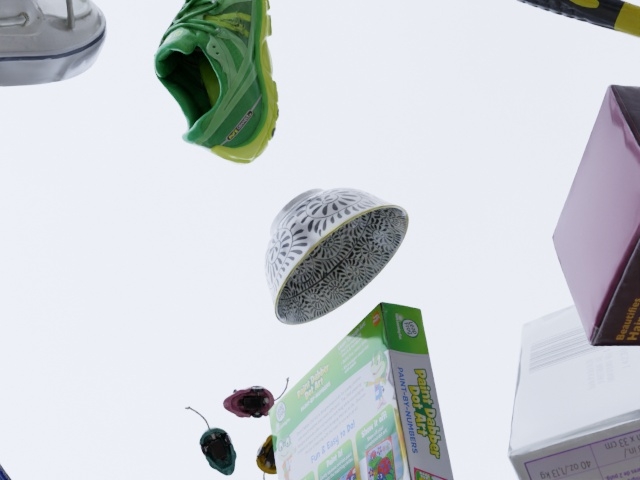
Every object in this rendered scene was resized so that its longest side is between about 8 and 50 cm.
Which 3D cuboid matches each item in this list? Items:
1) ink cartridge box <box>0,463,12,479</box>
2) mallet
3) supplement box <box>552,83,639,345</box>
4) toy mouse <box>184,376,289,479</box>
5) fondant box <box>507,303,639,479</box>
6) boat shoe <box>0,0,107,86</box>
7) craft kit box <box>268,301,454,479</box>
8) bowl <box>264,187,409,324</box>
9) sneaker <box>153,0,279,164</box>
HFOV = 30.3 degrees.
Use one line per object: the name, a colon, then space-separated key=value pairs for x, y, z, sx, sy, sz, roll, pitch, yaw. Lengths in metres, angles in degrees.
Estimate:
ink cartridge box: x=-0.388 y=0.249 z=1.281 sx=0.065 sy=0.332 sz=0.165 roll=-37 pitch=-60 yaw=-22
mallet: x=0.149 y=-0.109 z=0.543 sx=0.062 sy=0.189 sz=0.039 roll=-59 pitch=-22 yaw=3
supplement box: x=0.223 y=-0.009 z=0.578 sx=0.188 sy=0.104 sz=0.081 roll=2 pitch=-137 yaw=-11
toy mouse: x=-0.100 y=0.227 z=1.440 sx=0.143 sy=0.031 sz=0.161 roll=21 pitch=-85 yaw=-9
fondant box: x=0.219 y=0.218 z=0.722 sx=0.330 sy=0.096 sz=0.238 roll=66 pitch=-164 yaw=-7
boat shoe: x=-0.309 y=-0.235 z=1.059 sx=0.135 sy=0.157 sz=0.367 roll=35 pitch=-154 yaw=21
craft kit box: x=0.035 y=0.228 z=1.172 sx=0.060 sy=0.250 sz=0.247 roll=9 pitch=-126 yaw=-29
bowl: x=0.000 y=0.000 z=1.198 sx=0.170 sy=0.170 sz=0.080 roll=-19 pitch=-122 yaw=-42
sneaker: x=-0.124 y=-0.229 z=1.326 sx=0.123 sy=0.109 sz=0.296 roll=7 pitch=-120 yaw=-39
